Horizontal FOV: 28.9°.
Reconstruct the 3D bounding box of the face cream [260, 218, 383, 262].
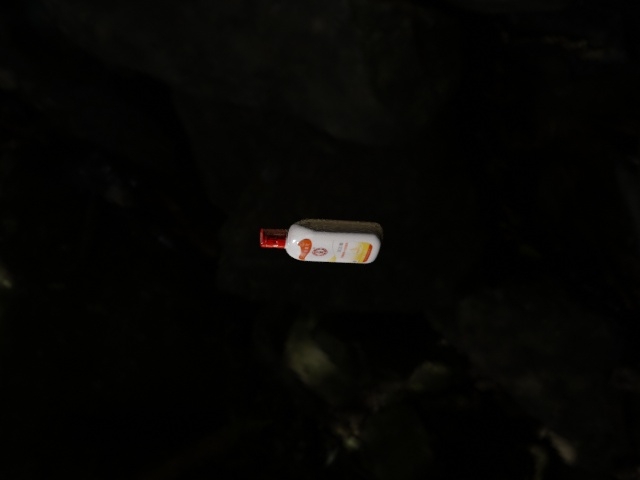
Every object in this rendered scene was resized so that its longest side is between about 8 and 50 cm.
[{"bbox_3d":[0.000,0.000,0.863,0.083,0.021,0.040,3,147,-10],"label":"face cream"}]
